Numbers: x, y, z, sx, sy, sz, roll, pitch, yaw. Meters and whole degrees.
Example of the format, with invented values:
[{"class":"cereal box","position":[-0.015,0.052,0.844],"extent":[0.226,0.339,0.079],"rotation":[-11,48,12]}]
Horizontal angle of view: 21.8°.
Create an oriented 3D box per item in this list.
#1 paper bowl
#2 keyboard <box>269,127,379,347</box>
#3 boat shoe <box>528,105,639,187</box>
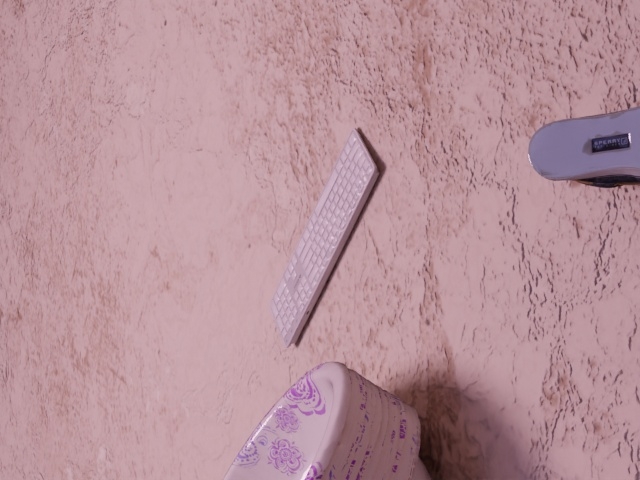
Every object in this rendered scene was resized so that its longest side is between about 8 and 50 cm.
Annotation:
[{"class":"paper bowl","position":[-0.002,0.269,1.584],"extent":[0.284,0.148,0.284],"rotation":[-53,14,20]},{"class":"keyboard","position":[0.000,0.000,1.790],"extent":[0.072,0.014,0.256],"rotation":[60,135,41]},{"class":"boat shoe","position":[0.265,-0.076,1.331],"extent":[0.183,0.083,0.065],"rotation":[-1,87,31]}]
